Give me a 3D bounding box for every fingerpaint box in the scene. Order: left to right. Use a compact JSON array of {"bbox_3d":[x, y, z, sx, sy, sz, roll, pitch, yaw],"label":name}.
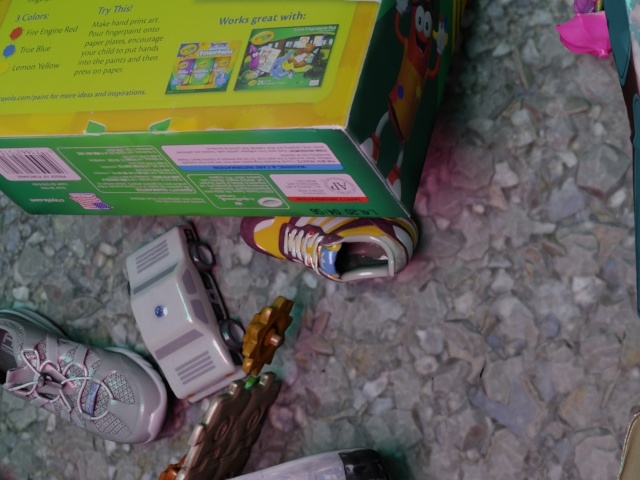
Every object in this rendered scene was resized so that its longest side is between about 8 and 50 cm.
[{"bbox_3d":[-0.095,-0.215,1.400,0.445,0.163,0.371,0,61,29],"label":"fingerpaint box"}]

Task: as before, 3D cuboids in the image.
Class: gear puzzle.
[{"bbox_3d":[-0.115,0.204,1.450,0.044,0.175,0.338,28,100,18],"label":"gear puzzle"}]

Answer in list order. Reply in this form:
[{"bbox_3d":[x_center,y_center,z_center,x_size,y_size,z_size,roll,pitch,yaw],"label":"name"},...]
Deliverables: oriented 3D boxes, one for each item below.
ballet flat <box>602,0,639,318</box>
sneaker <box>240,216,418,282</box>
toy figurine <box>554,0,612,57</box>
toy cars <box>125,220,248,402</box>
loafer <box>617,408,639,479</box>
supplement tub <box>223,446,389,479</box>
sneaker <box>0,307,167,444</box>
[{"bbox_3d":[0.291,-0.123,1.114,0.147,0.147,0.408,-11,76,28],"label":"ballet flat"},{"bbox_3d":[0.000,0.000,1.427,0.186,0.084,0.069,2,117,18],"label":"sneaker"},{"bbox_3d":[0.257,-0.250,1.314,0.130,0.173,0.159,7,112,-12],"label":"toy figurine"},{"bbox_3d":[-0.132,-0.025,1.524,0.177,0.087,0.393,16,95,29],"label":"toy cars"},{"bbox_3d":[0.295,0.219,1.294,0.056,0.050,0.148,5,89,29],"label":"loafer"},{"bbox_3d":[0.002,0.380,1.357,0.207,0.207,0.338,-21,76,26],"label":"supplement tub"},{"bbox_3d":[-0.292,0.157,1.580,0.281,0.115,0.105,18,101,31],"label":"sneaker"}]
